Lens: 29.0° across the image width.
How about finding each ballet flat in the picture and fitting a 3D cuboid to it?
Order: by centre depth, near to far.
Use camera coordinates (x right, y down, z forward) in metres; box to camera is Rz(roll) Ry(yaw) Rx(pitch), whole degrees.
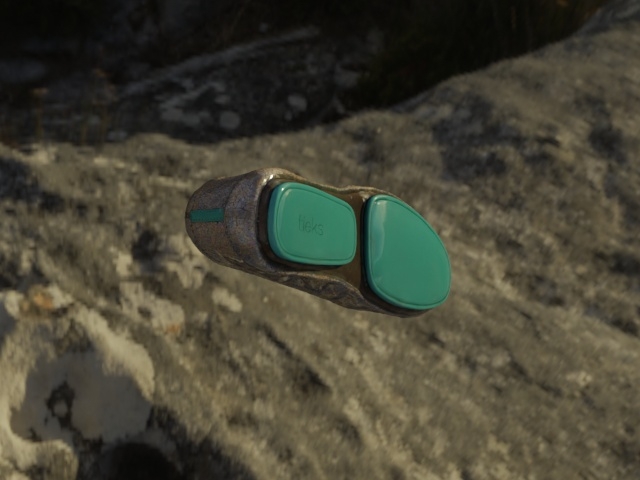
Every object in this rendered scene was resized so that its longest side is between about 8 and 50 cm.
[{"bbox_3d":[0.000,0.000,1.035,0.106,0.316,0.107,-2,75,32],"label":"ballet flat"}]
